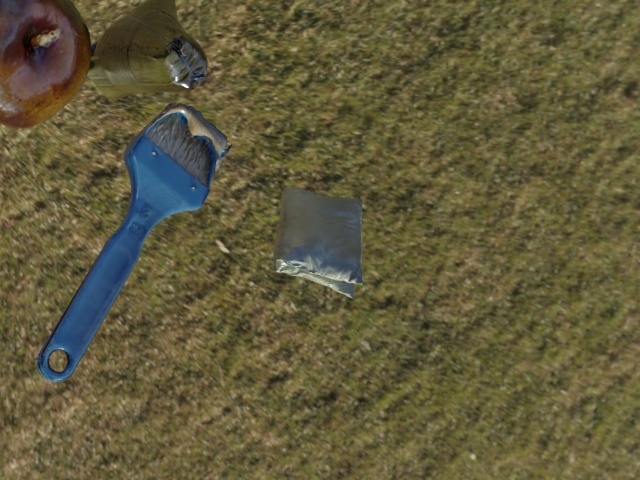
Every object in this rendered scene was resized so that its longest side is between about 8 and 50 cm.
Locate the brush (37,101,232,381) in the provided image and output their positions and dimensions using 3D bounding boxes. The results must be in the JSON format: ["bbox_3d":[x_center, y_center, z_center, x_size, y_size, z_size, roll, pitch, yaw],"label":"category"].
[{"bbox_3d":[-0.098,-0.001,0.429,0.051,0.014,0.164,38,62,-28],"label":"brush"}]

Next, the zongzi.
[{"bbox_3d":[-0.295,-0.414,1.636,0.300,0.286,0.138,-59,135,-29],"label":"zongzi"}]

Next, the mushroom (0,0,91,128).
[{"bbox_3d":[-0.502,-0.310,1.353,0.267,0.254,0.268,0,90,-40],"label":"mushroom"}]

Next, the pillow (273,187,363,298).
[{"bbox_3d":[0.000,0.000,1.216,0.134,0.181,0.078,17,129,-13],"label":"pillow"}]
